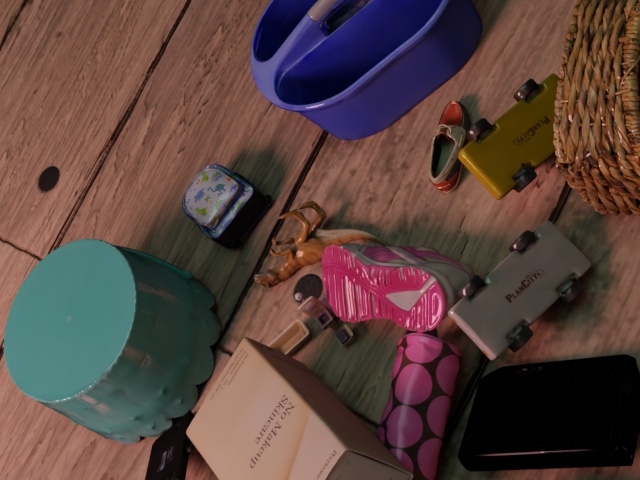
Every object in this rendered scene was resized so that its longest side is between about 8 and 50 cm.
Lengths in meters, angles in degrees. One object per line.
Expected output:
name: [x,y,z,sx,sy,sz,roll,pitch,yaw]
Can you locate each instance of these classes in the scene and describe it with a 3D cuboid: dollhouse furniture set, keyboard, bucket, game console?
dollhouse furniture set: [-0.028,0.126,1.648,0.114,0.081,0.091,-43,53,9]
keyboard: [-0.195,0.294,1.655,0.108,0.023,0.180,-42,18,15]
bucket: [-0.304,0.138,1.752,0.281,0.183,0.281,-14,62,27]
game console: [0.235,0.287,1.355,0.213,0.044,0.361,-12,44,39]

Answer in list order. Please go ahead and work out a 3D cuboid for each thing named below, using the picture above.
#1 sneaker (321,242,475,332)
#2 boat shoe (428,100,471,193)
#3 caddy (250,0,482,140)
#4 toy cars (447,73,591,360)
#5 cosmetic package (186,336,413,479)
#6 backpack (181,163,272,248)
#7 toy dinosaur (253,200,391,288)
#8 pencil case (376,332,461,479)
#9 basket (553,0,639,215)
sneaker: [0.101,0.057,1.593,0.252,0.111,0.103,16,111,48]
boat shoe: [0.173,-0.133,1.667,0.049,0.043,0.137,-2,66,33]
caddy: [0.058,-0.308,1.735,0.341,0.179,0.241,-38,54,11]
toy cars: [0.246,-0.028,1.536,0.176,0.087,0.394,10,68,-9]
cosmetic package: [-0.035,0.262,1.506,0.160,0.113,0.309,-59,32,4]
backpack: [-0.151,-0.059,1.811,0.114,0.084,0.105,36,87,41]
toy dinosaur: [0.000,0.000,1.715,0.211,0.064,0.112,-24,94,20]
pencil case: [0.110,0.223,1.516,0.095,0.098,0.209,19,74,-4]
basket: [0.418,-0.192,1.431,0.223,0.213,0.299,4,71,34]
